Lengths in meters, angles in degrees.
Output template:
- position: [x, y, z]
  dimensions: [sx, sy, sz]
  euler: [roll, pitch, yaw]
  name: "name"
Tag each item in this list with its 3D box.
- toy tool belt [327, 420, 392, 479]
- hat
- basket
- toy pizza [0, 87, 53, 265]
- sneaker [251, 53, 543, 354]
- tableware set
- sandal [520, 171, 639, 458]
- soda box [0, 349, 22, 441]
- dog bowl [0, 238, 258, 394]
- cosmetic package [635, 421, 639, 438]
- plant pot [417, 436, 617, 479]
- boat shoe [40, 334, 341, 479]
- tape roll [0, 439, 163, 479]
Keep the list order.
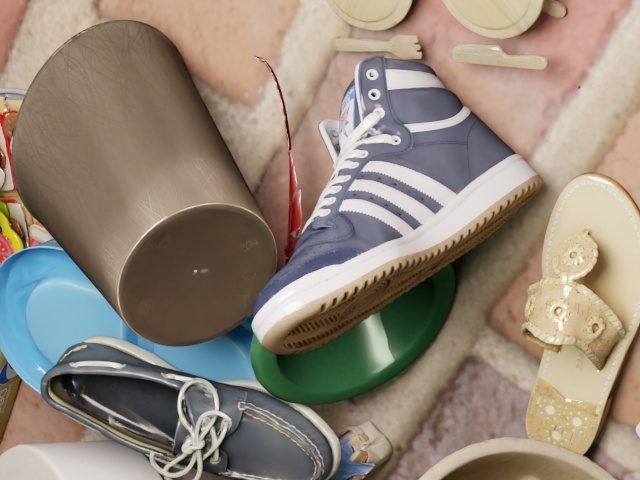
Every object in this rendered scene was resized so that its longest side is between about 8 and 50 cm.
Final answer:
- position: [0.021, 0.196, 1.350]
  dimensions: [0.052, 0.051, 0.083]
  euler: [44, 125, 8]
  name: "toy tool belt"
- position: [0.000, 0.000, 1.286]
  dimensions: [0.208, 0.173, 0.183]
  euler: [-57, 43, 27]
  name: "hat"
- position: [-0.136, -0.031, 1.224]
  dimensions: [0.227, 0.154, 0.204]
  euler: [53, 132, 47]
  name: "basket"
- position: [-0.275, -0.041, 1.439]
  dimensions: [0.201, 0.032, 0.201]
  euler: [11, 115, 26]
  name: "toy pizza"
- position: [0.023, -0.034, 1.127]
  dimensions: [0.153, 0.282, 0.099]
  euler: [52, 140, 11]
  name: "sneaker"
- position: [0.084, -0.199, 1.163]
  dimensions: [0.194, 0.039, 0.128]
  euler: [9, 126, 33]
  name: "tableware set"
- position: [0.191, 0.074, 1.184]
  dimensions: [0.088, 0.079, 0.240]
  euler: [17, 117, 24]
  name: "sandal"
- position: [-0.330, 0.128, 1.524]
  dimensions: [0.061, 0.058, 0.181]
  euler: [32, 123, 15]
  name: "soda box"
- position: [-0.146, 0.082, 1.371]
  dimensions: [0.297, 0.074, 0.166]
  euler: [16, 122, 17]
  name: "dog bowl"
- position: [0.336, 0.192, 1.126]
  dimensions: [0.085, 0.117, 0.231]
  euler: [-32, 93, 35]
  name: "cosmetic package"
- position: [0.099, 0.366, 1.240]
  dimensions: [0.334, 0.334, 0.305]
  euler: [52, 137, 2]
  name: "plant pot"
- position: [-0.109, 0.148, 1.291]
  dimensions: [0.254, 0.079, 0.095]
  euler: [24, 111, 12]
  name: "boat shoe"
- position: [-0.228, 0.326, 1.440]
  dimensions: [0.286, 0.100, 0.286]
  euler: [-1, 89, 56]
  name: "tape roll"
